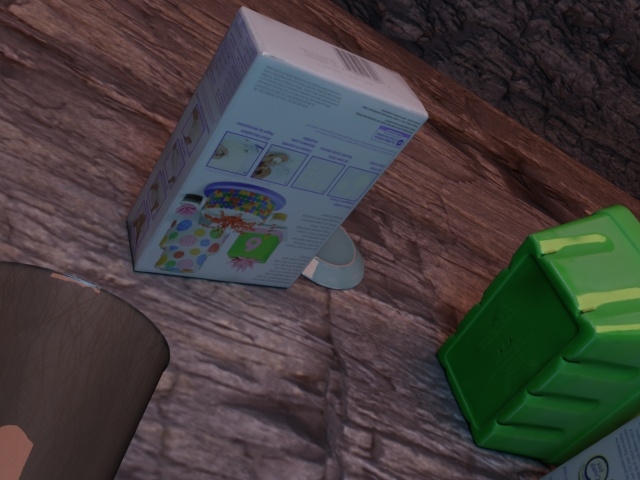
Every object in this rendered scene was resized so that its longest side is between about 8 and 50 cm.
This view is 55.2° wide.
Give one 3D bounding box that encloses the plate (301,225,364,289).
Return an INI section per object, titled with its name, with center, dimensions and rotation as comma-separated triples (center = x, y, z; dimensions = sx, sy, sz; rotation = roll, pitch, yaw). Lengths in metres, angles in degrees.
[plate]
center = 0.000, 0.000, 1.002
dimensions = 0.188, 0.024, 0.188
rotation = 26, 36, -20

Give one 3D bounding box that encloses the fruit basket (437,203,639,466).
[fruit basket]
center = 0.418, 0.164, 0.905
dimensions = 0.392, 0.392, 0.283
rotation = 14, 40, -34

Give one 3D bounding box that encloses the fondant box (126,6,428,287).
[fondant box]
center = -0.063, -0.085, 0.754
dimensions = 0.238, 0.330, 0.096
rotation = 10, 41, -38

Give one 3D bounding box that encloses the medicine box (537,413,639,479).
[medicine box]
center = 0.440, 0.371, 0.747
dimensions = 0.263, 0.289, 0.149
rotation = 34, 30, -8

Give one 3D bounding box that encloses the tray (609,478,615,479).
[tray]
center = 0.385, 0.443, 0.665
dimensions = 0.411, 0.203, 0.076
rotation = 39, 32, -7

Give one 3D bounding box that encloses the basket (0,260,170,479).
[basket]
center = -0.236, 0.156, 0.463
dimensions = 0.204, 0.154, 0.227
rotation = 30, 37, -23
